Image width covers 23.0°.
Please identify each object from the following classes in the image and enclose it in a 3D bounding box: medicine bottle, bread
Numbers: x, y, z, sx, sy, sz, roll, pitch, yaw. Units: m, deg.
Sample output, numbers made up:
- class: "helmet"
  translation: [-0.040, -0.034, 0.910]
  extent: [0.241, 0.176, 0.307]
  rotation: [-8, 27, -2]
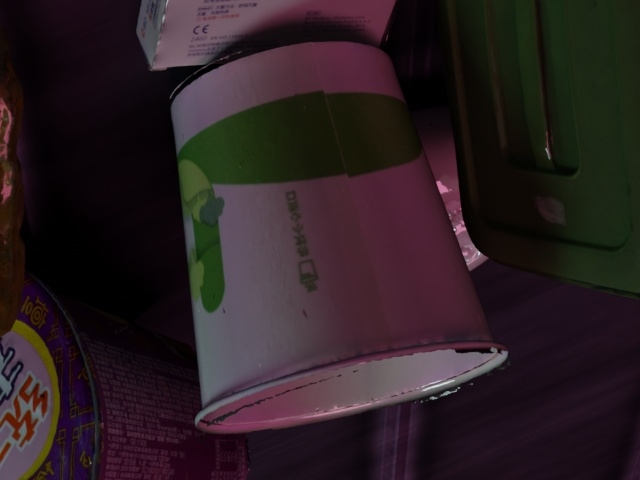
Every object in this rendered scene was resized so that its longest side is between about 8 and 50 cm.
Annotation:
- class: "medicine bottle"
  translation: [-0.028, -0.207, 1.192]
  extent: [0.201, 0.052, 0.171]
  rotation: [-7, 142, -22]
- class: "bread"
  translation: [-0.282, -0.025, 1.161]
  extent: [0.152, 0.130, 0.268]
  rotation: [-39, 144, -47]

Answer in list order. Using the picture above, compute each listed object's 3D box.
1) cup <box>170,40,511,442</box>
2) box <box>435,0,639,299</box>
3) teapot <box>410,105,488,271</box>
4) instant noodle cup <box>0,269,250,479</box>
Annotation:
- class: "cup"
  translation: [0.000, 0.000, 1.246]
  extent: [0.253, 0.274, 0.253]
  rotation: [-11, 166, -3]
- class: "box"
  translation: [0.221, -0.139, 1.182]
  extent: [0.177, 0.252, 0.329]
  rotation: [-16, 108, -32]
- class: "teapot"
  translation: [0.103, -0.033, 1.420]
  extent: [0.204, 0.139, 0.298]
  rotation: [11, 133, -36]
- class: "instant noodle cup"
  translation: [-0.240, 0.187, 1.384]
  extent: [0.340, 0.340, 0.266]
  rotation: [-40, 154, 21]
